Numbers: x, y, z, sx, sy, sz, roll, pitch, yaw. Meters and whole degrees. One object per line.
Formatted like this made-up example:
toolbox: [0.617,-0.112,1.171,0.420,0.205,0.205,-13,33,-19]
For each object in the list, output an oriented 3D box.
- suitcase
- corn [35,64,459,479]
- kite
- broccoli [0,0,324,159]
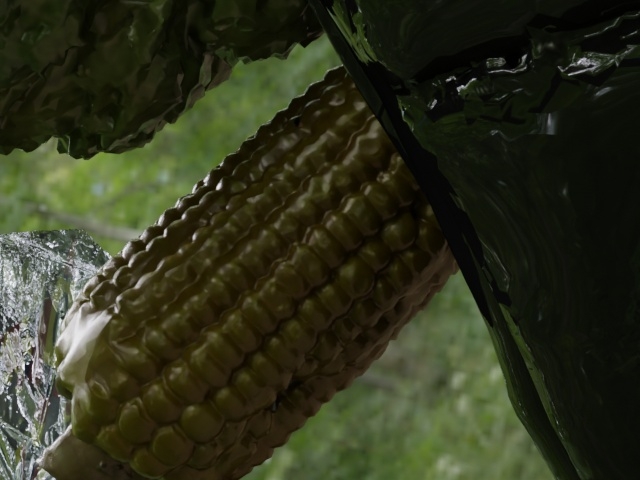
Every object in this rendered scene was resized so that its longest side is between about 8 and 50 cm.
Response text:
suitcase: [0.171,-0.063,0.437,0.188,0.345,0.339,-38,-74,-33]
corn: [0.000,0.000,0.614,0.262,0.097,0.097,-42,-19,-4]
kite: [-0.124,0.115,0.733,0.015,0.141,0.245,3,-82,-36]
broccoli: [-0.044,-0.161,0.619,0.302,0.186,0.254,-48,-12,7]
